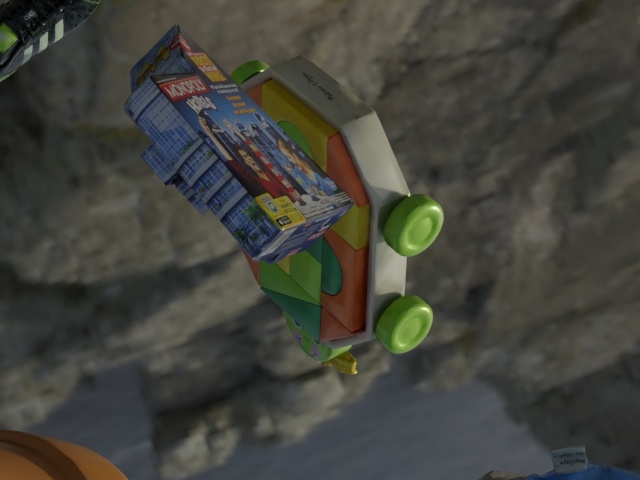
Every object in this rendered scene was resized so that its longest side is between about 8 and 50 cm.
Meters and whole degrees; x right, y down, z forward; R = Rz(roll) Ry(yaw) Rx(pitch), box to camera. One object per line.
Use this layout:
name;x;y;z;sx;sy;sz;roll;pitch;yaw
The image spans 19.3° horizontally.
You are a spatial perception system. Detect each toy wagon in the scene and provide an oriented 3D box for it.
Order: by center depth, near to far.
toy wagon;0.000;0.000;1.763;0.068;0.267;0.344;-24;136;-29

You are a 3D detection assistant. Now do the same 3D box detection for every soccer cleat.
soccer cleat;-0.242;-0.180;1.552;0.179;0.060;0.072;-40;-172;16

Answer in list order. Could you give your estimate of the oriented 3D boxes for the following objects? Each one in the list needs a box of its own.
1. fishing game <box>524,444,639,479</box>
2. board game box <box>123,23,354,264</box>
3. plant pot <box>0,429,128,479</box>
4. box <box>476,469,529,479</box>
fishing game;0.090;0.174;0.821;0.264;0.189;0.041;-26;129;38
board game box;-0.081;-0.072;1.400;0.060;0.194;0.194;-44;173;16
plant pot;-0.288;0.263;1.374;0.291;0.291;0.203;-28;146;23
box;0.100;0.234;1.047;0.130;0.170;0.091;-31;-178;-11
